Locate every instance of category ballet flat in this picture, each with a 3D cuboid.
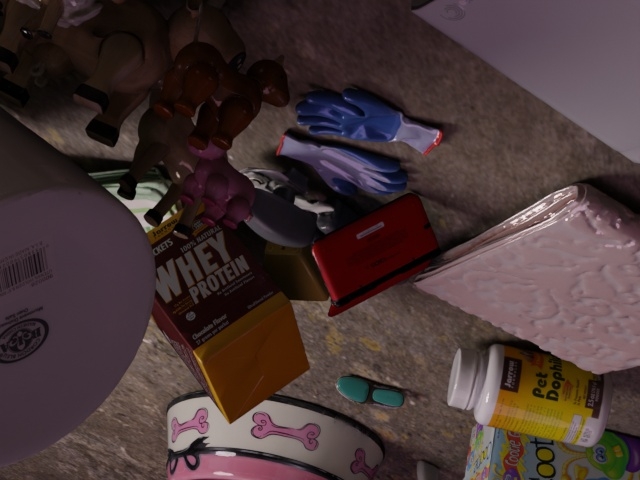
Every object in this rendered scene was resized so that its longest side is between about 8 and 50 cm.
[{"bbox_3d":[0.076,0.243,2.044,0.114,0.041,0.041,17,153,-8],"label":"ballet flat"}]

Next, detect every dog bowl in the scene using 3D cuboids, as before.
[{"bbox_3d":[-0.095,0.416,2.324,0.408,0.150,0.408,10,154,5],"label":"dog bowl"}]

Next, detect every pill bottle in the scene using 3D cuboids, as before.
[{"bbox_3d":[0.291,0.213,1.805,0.215,0.117,0.117,12,153,0],"label":"pill bottle"}]

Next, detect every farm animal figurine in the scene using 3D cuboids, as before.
[{"bbox_3d":[-0.166,-0.165,1.234,0.326,0.172,0.330,30,158,-8],"label":"farm animal figurine"}]

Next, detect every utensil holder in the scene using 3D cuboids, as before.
[{"bbox_3d":[-0.396,0.004,1.289,0.385,0.327,0.327,34,169,37],"label":"utensil holder"}]

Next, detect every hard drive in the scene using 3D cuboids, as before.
[{"bbox_3d":[0.261,-0.178,1.148,0.307,0.040,0.203,28,149,-29],"label":"hard drive"}]

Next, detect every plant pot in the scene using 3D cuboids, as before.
[{"bbox_3d":[-0.030,0.020,1.612,0.081,0.081,0.083,2,146,20],"label":"plant pot"}]

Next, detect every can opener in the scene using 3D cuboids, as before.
[{"bbox_3d":[0.000,0.000,1.536,0.076,0.095,0.283,-10,146,41],"label":"can opener"}]

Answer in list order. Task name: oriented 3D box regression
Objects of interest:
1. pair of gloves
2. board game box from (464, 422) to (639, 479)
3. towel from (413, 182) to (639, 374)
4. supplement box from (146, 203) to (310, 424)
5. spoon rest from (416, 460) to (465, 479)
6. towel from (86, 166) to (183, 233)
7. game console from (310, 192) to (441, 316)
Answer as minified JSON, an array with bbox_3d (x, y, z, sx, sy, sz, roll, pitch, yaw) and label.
[{"bbox_3d":[0.036,-0.102,1.408,0.159,0.023,0.198,17,152,-10],"label":"pair of gloves"},{"bbox_3d":[0.383,0.375,2.053,0.275,0.142,0.144,15,153,-6],"label":"board game box"},{"bbox_3d":[0.332,0.057,1.560,0.331,0.053,0.317,26,151,-24],"label":"towel"},{"bbox_3d":[-0.130,0.089,1.616,0.194,0.129,0.191,49,166,28],"label":"supplement box"},{"bbox_3d":[0.280,0.416,2.242,0.137,0.084,0.276,30,149,-32],"label":"spoon rest"},{"bbox_3d":[-0.281,0.011,1.688,0.247,0.038,0.325,-5,151,6],"label":"towel"},{"bbox_3d":[0.060,0.019,1.526,0.124,0.144,0.085,66,168,-18],"label":"game console"}]
